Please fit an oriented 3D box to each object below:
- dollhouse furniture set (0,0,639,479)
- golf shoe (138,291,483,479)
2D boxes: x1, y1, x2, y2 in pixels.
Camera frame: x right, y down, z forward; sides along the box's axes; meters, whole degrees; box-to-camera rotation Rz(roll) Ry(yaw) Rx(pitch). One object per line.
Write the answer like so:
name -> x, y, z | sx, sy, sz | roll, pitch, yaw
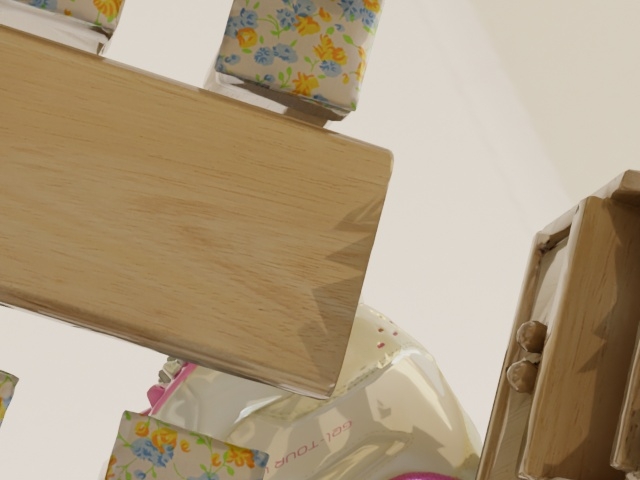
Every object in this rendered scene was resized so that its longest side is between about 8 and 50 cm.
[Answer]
dollhouse furniture set -> 0.000, 0.000, 0.518 | 0.242, 0.161, 0.212 | 17, -106, -8
golf shoe -> -0.057, 0.150, 0.769 | 0.140, 0.115, 0.306 | 40, -96, -1
